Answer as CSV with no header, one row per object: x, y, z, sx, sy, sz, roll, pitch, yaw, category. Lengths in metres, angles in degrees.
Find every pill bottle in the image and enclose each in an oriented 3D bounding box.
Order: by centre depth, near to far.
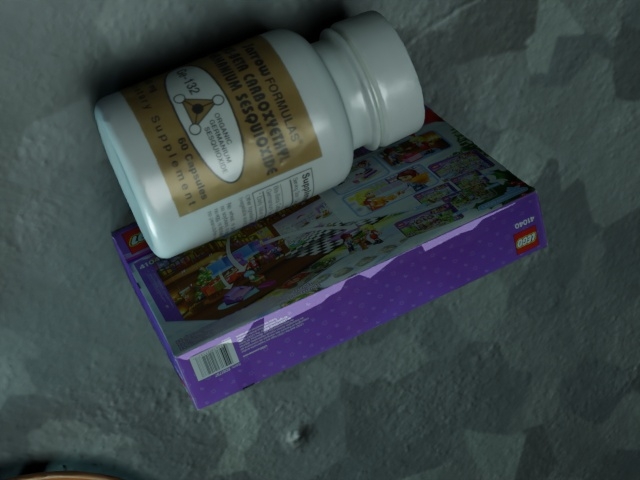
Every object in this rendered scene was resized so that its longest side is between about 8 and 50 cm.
-0.044,-0.088,0.929,0.229,0.131,0.131,-24,124,-11,pill bottle

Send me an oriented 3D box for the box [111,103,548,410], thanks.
0.000,0.000,0.955,0.293,0.201,0.057,-24,123,-10,box

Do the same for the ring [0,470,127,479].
-0.270,0.347,1.129,0.337,0.032,0.336,-10,120,-19,ring
